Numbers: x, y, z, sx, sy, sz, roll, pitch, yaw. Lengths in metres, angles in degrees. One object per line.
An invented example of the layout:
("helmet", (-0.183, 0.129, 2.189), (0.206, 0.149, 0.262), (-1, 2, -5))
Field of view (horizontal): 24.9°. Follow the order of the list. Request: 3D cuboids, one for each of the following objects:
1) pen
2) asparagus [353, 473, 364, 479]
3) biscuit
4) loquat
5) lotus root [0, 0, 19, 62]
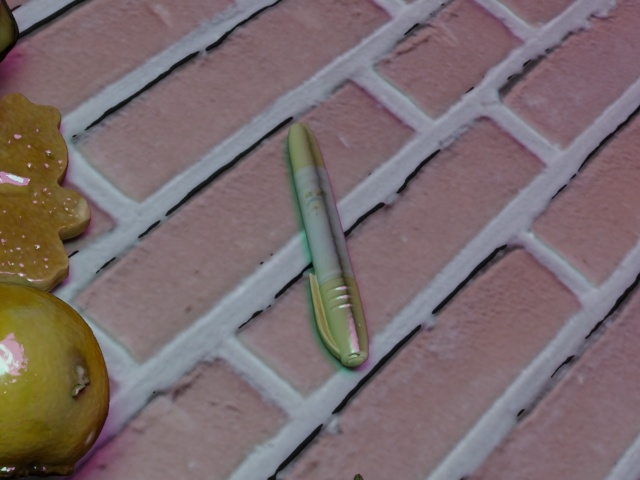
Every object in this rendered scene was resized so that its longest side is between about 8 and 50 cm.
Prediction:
("pen", (0.000, 0.000, 1.168), (0.040, 0.032, 0.233), (-13, 57, -2))
("asparagus", (0.039, 0.240, 1.018), (0.016, 0.013, 0.166), (12, 52, -27))
("biscuit", (-0.246, -0.035, 1.097), (0.133, 0.027, 0.184), (-9, 58, -24))
("loquat", (-0.207, 0.092, 0.952), (0.141, 0.141, 0.141), (11, 52, -14))
("lotus root", (-0.341, -0.197, 1.102), (0.241, 0.124, 0.123), (36, 60, -12))
